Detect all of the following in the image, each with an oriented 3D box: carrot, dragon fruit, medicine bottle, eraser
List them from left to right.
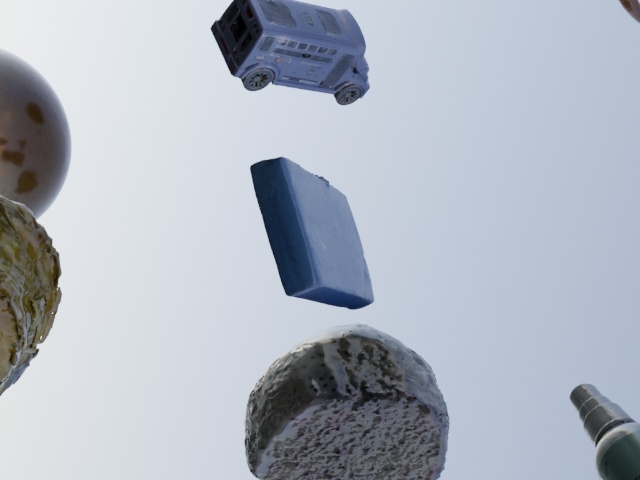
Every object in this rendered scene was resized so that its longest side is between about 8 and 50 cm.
[{"bbox_3d":[0.000,0.000,1.308,0.312,0.043,0.144,24,49,-75],"label":"eraser"},{"bbox_3d":[0.039,0.207,1.616,0.204,0.283,0.221,-98,-166,-45],"label":"dragon fruit"},{"bbox_3d":[0.441,-0.361,1.698,0.142,0.035,0.035,50,-4,-33],"label":"carrot"},{"bbox_3d":[0.444,0.319,1.627,0.352,0.110,0.110,-118,-145,-55],"label":"medicine bottle"}]

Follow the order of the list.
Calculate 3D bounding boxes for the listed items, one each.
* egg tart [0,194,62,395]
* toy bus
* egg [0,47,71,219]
[{"bbox_3d":[-0.384,0.082,1.149,0.116,0.295,0.294,41,-51,47],"label":"egg tart"},{"bbox_3d":[-0.015,-0.183,1.110,0.076,0.167,0.073,-49,-126,36],"label":"toy bus"},{"bbox_3d":[-0.502,-0.138,1.642,0.351,0.283,0.282,11,-78,49],"label":"egg"}]
